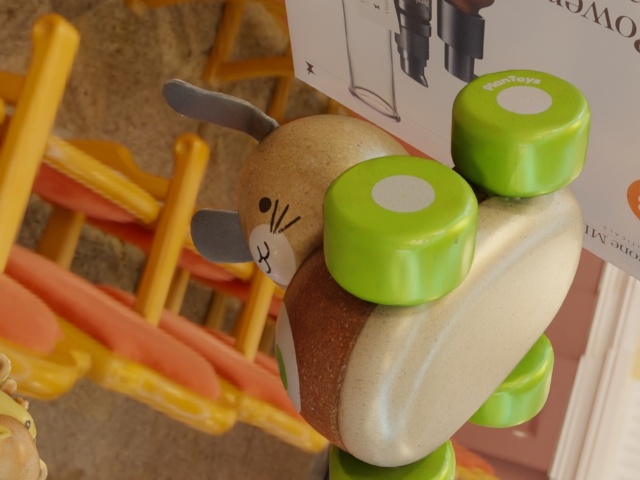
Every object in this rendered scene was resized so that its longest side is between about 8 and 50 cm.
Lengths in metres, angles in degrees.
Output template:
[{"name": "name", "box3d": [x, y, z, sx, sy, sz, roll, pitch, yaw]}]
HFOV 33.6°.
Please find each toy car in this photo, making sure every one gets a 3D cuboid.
[{"name": "toy car", "box3d": [0.000, 0.000, 0.449, 0.149, 0.188, 0.155, -37, 140, -36]}]

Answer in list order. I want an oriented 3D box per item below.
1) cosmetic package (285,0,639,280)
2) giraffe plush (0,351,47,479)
[{"name": "cosmetic package", "box3d": [0.132, -0.152, 0.682, 0.097, 0.377, 0.284, -43, 150, -22]}, {"name": "giraffe plush", "box3d": [-0.301, 0.189, 0.855, 0.170, 0.210, 0.181, -23, 143, -32]}]
